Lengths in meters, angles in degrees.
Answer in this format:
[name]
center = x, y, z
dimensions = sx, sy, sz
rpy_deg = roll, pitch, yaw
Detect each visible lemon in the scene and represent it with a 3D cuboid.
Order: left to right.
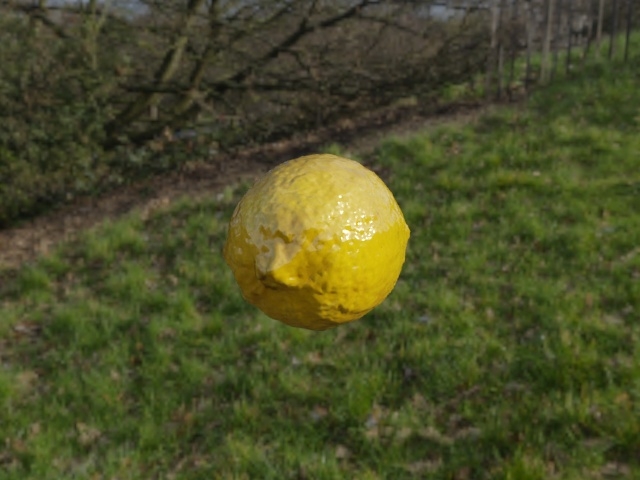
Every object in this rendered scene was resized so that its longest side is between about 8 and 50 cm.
[lemon]
center = 0.000, 0.000, 0.761
dimensions = 0.142, 0.142, 0.187
rpy_deg = 5, 15, 16
